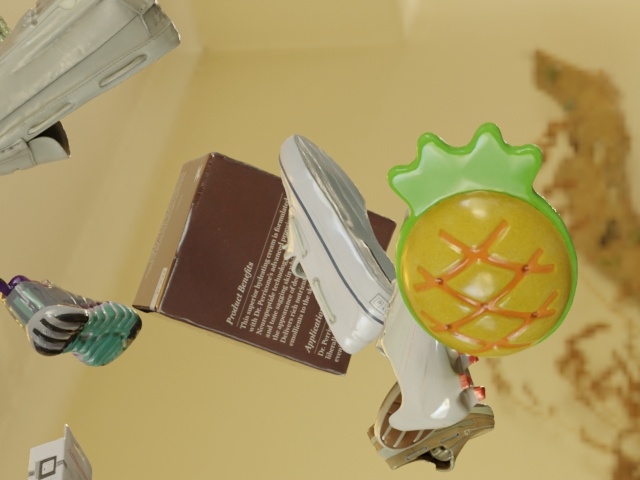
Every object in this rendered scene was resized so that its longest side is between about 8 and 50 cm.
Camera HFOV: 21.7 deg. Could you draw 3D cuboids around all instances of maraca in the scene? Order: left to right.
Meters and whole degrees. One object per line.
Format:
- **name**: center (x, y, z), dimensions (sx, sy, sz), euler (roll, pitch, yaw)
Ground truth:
- **maraca**: center (0.112, 0.003, 1.164), dimensions (0.099, 0.127, 0.186), euler (-87, -16, -60)

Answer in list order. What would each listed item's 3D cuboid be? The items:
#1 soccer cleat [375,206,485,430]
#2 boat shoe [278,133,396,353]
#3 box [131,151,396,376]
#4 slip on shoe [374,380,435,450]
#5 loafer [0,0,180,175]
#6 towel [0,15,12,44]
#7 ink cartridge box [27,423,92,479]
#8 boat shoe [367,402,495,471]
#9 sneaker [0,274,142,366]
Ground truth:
- **soccer cleat**: center (0.074, 0.053, 1.280), dimensions (0.068, 0.076, 0.196), euler (43, -146, -49)
- **boat shoe**: center (0.000, 0.000, 1.418), dimensions (0.083, 0.076, 0.226), euler (30, -157, -38)
- **box**: center (-0.059, 0.026, 1.691), dimensions (0.167, 0.203, 0.168), euler (176, 114, -76)
- **slip on shoe**: center (0.089, 0.118, 1.417), dimensions (0.135, 0.051, 0.041), euler (-59, 17, -9)
- **loafer**: center (-0.256, -0.100, 1.400), dimensions (0.111, 0.319, 0.112), euler (46, -166, -21)
- **towel**: center (-0.393, -0.252, 2.031), dimensions (0.148, 0.027, 0.110), euler (53, 168, 32)
- **ink cartridge box**: center (-0.394, 0.376, 2.532), dimensions (0.180, 0.060, 0.104), euler (-99, -13, -57)
- **boat shoe**: center (0.138, 0.237, 1.954), dimensions (0.190, 0.068, 0.072), euler (-5, -119, -39)
- **sneaker**: center (-0.276, 0.077, 1.852), dimensions (0.083, 0.098, 0.223), euler (-48, -19, 4)
